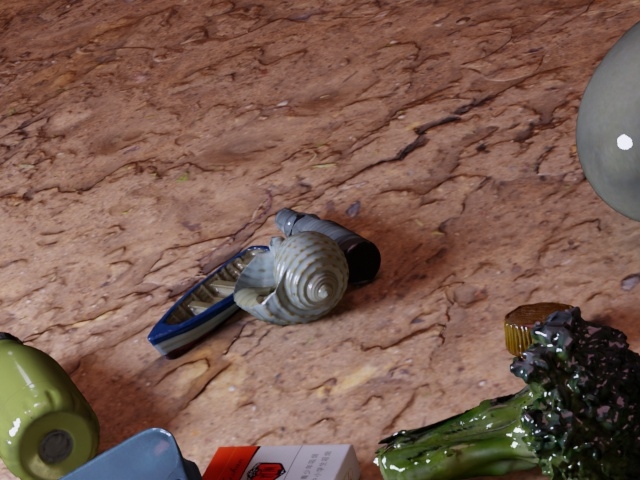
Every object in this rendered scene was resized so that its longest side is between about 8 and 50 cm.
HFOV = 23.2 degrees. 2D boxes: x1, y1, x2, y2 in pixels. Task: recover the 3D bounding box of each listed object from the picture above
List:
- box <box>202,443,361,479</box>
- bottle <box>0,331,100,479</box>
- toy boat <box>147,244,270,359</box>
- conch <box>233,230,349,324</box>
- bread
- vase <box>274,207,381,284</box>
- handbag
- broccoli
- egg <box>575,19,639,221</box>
[{"bbox_3d":[-0.047,0.250,1.556,0.152,0.048,0.100,-6,26,24],"label":"box"},{"bbox_3d":[-0.337,0.180,1.773,0.112,0.112,0.260,-25,28,-17],"label":"bottle"},{"bbox_3d":[-0.132,0.077,1.931,0.080,0.046,0.229,8,35,37],"label":"toy boat"},{"bbox_3d":[-0.033,0.052,1.866,0.135,0.102,0.153,-39,10,-15],"label":"conch"},{"bbox_3d":[0.239,0.101,1.671,0.085,0.053,0.085,-9,16,3],"label":"bread"},{"bbox_3d":[0.000,0.000,1.991,0.060,0.060,0.211,-27,27,-20],"label":"vase"},{"bbox_3d":[-0.216,0.293,1.507,0.229,0.062,0.179,-30,32,0],"label":"handbag"},{"bbox_3d":[0.193,0.159,1.497,0.275,0.177,0.198,-12,29,38],"label":"broccoli"},{"bbox_3d":[0.452,-0.159,1.826,0.352,0.258,0.258,-34,31,-22],"label":"egg"}]
